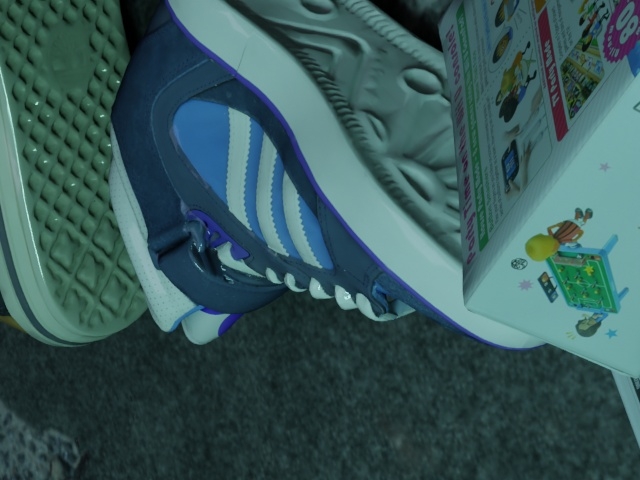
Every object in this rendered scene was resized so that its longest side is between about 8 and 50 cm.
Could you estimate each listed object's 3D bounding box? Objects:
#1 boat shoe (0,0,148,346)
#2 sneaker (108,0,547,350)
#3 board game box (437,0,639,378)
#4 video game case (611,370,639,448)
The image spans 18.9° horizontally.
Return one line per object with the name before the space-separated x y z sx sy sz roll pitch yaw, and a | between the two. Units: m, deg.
boat shoe | -0.217 -0.178 1.226 0.156 0.187 0.500 0 102 40
sneaker | -0.001 0.000 1.083 0.323 0.130 0.236 46 137 25
board game box | 0.166 -0.128 0.819 0.303 0.097 0.224 -55 21 35
video game case | 0.230 0.099 0.921 0.173 0.022 0.190 -30 75 45
